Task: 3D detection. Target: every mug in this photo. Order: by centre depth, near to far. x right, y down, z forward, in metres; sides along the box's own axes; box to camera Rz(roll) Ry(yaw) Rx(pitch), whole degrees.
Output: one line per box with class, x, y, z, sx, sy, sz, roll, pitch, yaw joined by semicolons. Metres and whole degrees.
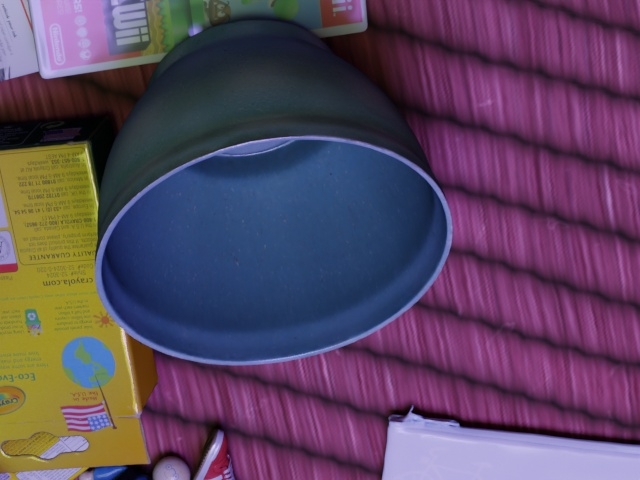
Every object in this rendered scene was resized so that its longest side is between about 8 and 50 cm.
mug;0.002;0.003;1.717;0.064;0.078;0.062;-19;146;20

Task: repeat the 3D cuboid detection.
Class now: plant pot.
plant pot;-0.051;-0.058;1.578;0.293;0.196;0.293;-7;141;-6

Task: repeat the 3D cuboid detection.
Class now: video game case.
video game case;-0.108;-0.253;1.570;0.285;0.025;0.204;-10;114;-9

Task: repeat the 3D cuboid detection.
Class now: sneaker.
sneaker;-0.091;0.238;1.832;0.067;0.042;0.118;18;122;-1

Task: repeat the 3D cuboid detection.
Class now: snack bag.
snack bag;0.205;0.333;1.862;0.323;0.037;0.343;7;115;-2

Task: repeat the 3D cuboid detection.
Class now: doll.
doll;-0.202;0.278;1.819;0.189;0.046;0.129;-39;72;-14

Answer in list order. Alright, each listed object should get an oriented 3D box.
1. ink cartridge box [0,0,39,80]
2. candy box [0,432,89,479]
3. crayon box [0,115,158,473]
ink cartridge box;-0.279;-0.196;1.626;0.180;0.060;0.104;-13;115;9
candy box;-0.286;0.202;1.832;0.206;0.027;0.105;-37;108;18
crayon box;-0.268;0.054;1.713;0.202;0.081;0.319;-4;110;10
